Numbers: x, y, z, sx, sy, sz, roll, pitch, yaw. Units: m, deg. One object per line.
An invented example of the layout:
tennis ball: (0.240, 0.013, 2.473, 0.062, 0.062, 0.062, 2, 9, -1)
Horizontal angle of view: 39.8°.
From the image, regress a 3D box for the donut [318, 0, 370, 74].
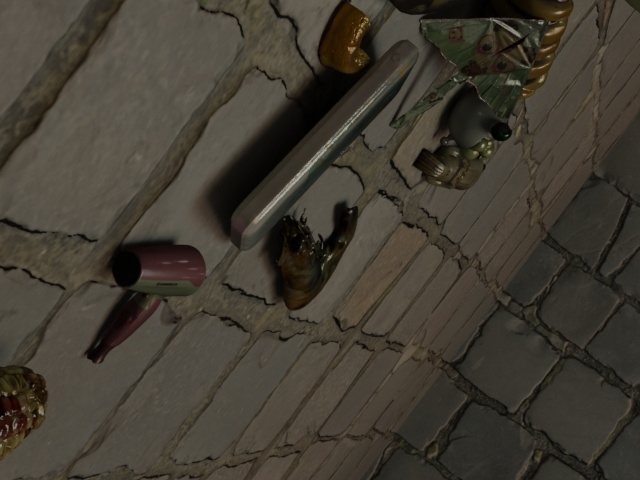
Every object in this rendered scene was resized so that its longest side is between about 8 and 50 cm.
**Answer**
donut: (0.033, -0.211, 0.934, 0.067, 0.038, 0.083, -20, 144, -52)

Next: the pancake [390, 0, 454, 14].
pancake: (0.152, -0.369, 0.915, 0.294, 0.049, 0.294, -44, 157, -24)

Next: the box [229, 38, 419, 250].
box: (0.001, -0.105, 0.996, 0.285, 0.044, 0.142, -47, 176, -11)

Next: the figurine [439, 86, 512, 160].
figurine: (0.267, -0.208, 1.358, 0.197, 0.093, 0.147, -50, -152, 31)

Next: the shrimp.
shrimp: (0.000, 0.000, 1.212, 0.169, 0.058, 0.296, -54, 166, -18)

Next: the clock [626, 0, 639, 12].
clock: (0.568, -0.447, 1.330, 0.114, 0.309, 0.284, -31, 152, -42)

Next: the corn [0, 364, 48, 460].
corn: (-0.333, 0.167, 0.680, 0.290, 0.098, 0.098, -27, 149, -57)

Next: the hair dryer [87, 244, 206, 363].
hair dryer: (-0.191, 0.070, 0.905, 0.154, 0.054, 0.106, -55, 157, 19)

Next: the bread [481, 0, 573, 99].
bread: (0.267, -0.299, 1.187, 0.081, 0.134, 0.225, -18, 148, -14)

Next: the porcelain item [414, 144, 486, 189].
porcelain item: (0.217, -0.122, 1.483, 0.084, 0.054, 0.213, -60, 159, 14)

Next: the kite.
kite: (0.188, -0.219, 1.163, 0.250, 0.012, 0.229, -33, 133, 26)
